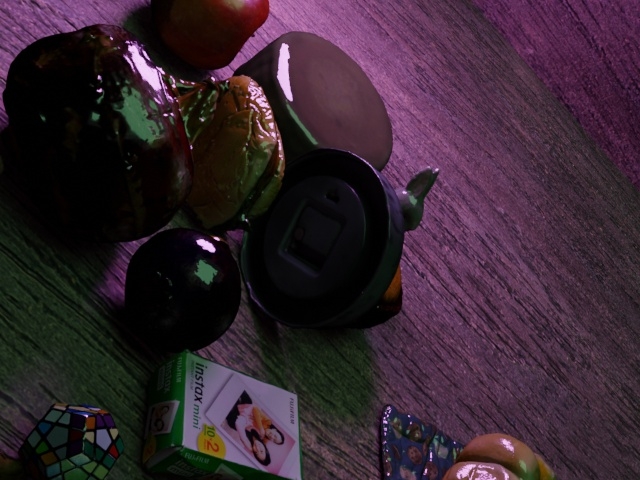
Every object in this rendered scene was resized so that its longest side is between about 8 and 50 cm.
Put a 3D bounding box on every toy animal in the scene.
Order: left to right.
[{"bbox_3d":[0.147,-0.061,1.973,0.125,0.251,0.127,55,33,-7],"label":"toy animal"}]

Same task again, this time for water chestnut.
[{"bbox_3d":[-0.297,-0.170,1.458,0.347,0.335,0.335,-23,78,-22],"label":"water chestnut"}]

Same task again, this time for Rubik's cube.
[{"bbox_3d":[-0.320,0.270,1.228,0.112,0.133,0.133,37,36,-5],"label":"Rubik's cube"}]

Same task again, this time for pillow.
[{"bbox_3d":[0.208,0.433,1.822,0.256,0.034,0.189,32,43,-28],"label":"pillow"}]

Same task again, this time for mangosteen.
[{"bbox_3d":[-0.205,0.074,1.493,0.194,0.194,0.230,59,16,5],"label":"mangosteen"}]

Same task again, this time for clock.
[{"bbox_3d":[0.000,0.000,1.681,0.067,0.325,0.325,21,46,-51],"label":"clock"}]

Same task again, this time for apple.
[{"bbox_3d":[-0.224,-0.458,1.886,0.230,0.230,0.230,31,41,-32],"label":"apple"}]

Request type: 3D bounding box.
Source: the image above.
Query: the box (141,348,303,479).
[{"bbox_3d":[-0.146,0.288,1.448,0.250,0.103,0.180,28,42,-35],"label":"box"}]

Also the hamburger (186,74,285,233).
[{"bbox_3d":[-0.158,-0.171,1.731,0.132,0.211,0.308,23,44,-46],"label":"hamburger"}]

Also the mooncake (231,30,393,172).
[{"bbox_3d":[-0.028,-0.241,1.965,0.356,0.194,0.356,27,47,-33],"label":"mooncake"}]

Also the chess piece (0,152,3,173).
[{"bbox_3d":[-0.516,-0.093,1.355,0.066,0.066,0.122,51,40,-7],"label":"chess piece"}]

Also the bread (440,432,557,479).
[{"bbox_3d":[0.284,0.507,1.673,0.341,0.210,0.300,-53,131,-41],"label":"bread"}]

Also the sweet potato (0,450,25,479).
[{"bbox_3d":[-0.456,0.269,1.122,0.233,0.062,0.081,-3,80,-56],"label":"sweet potato"}]

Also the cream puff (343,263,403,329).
[{"bbox_3d":[0.055,0.057,1.819,0.239,0.165,0.239,43,39,-48],"label":"cream puff"}]
